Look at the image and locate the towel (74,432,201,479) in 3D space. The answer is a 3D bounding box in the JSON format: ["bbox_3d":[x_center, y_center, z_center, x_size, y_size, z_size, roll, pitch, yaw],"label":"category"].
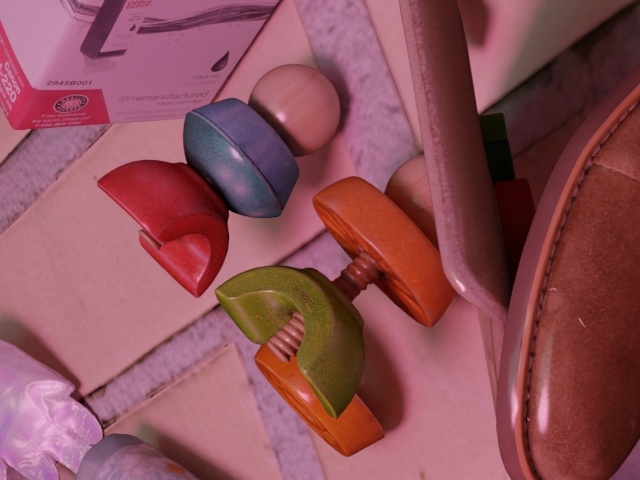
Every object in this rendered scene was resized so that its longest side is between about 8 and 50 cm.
[{"bbox_3d":[-0.080,0.366,1.183,0.320,0.090,0.374,22,114,45],"label":"towel"}]

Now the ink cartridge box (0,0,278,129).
[{"bbox_3d":[-0.113,-0.173,1.052,0.218,0.158,0.092,-52,56,44],"label":"ink cartridge box"}]

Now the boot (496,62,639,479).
[{"bbox_3d":[0.177,-0.021,0.662,0.115,0.112,0.305,23,77,37],"label":"boot"}]

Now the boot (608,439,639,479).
[{"bbox_3d":[0.246,0.137,0.714,0.338,0.118,0.223,-13,90,63],"label":"boot"}]

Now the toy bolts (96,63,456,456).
[{"bbox_3d":[0.000,0.000,1.007,0.228,0.158,0.218,42,169,27],"label":"toy bolts"}]

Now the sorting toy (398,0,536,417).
[{"bbox_3d":[0.078,-0.057,0.802,0.229,0.041,0.307,65,-164,-59],"label":"sorting toy"}]

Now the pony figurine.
[{"bbox_3d":[-0.398,0.185,1.393,0.351,0.363,0.303,40,121,20],"label":"pony figurine"}]
